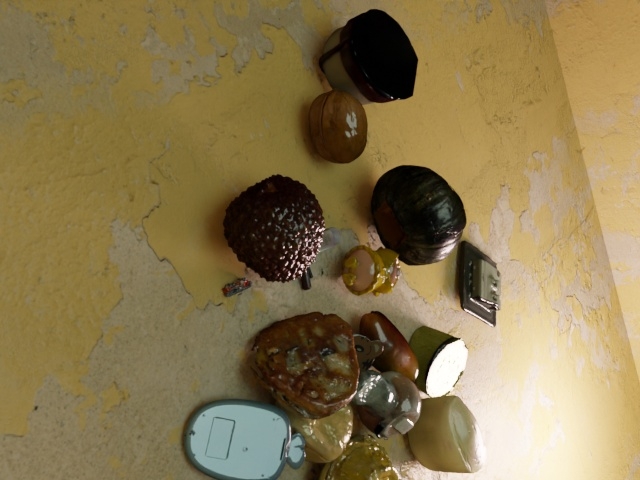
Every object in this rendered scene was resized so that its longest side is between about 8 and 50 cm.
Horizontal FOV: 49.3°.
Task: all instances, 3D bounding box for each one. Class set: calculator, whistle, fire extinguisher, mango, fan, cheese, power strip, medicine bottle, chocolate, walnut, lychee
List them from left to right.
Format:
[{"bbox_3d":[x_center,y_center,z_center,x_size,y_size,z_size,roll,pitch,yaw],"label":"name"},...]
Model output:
[{"bbox_3d":[-0.166,0.464,1.601,0.302,0.042,0.188,16,75,-22],"label":"calculator"},{"bbox_3d":[-0.103,-0.016,1.679,0.271,0.271,0.272,10,76,-45],"label":"lychee"},{"bbox_3d":[-0.038,0.079,1.868,0.046,0.032,0.100,-18,102,-36],"label":"fire extinguisher"},{"bbox_3d":[-0.013,0.441,1.777,0.226,0.117,0.214,53,44,-21],"label":"cheese"},{"bbox_3d":[0.000,0.000,1.890,0.118,0.074,0.055,-18,96,-47],"label":"medicine bottle"},{"bbox_3d":[0.050,-0.314,1.928,0.167,0.167,0.207,-21,107,-46],"label":"walnut"},{"bbox_3d":[0.056,0.308,1.897,0.226,0.008,0.153,25,100,-26],"label":"fan"},{"bbox_3d":[0.129,-0.512,2.035,0.283,0.186,0.284,13,69,-36],"label":"chocolate"},{"bbox_3d":[0.157,0.418,1.892,0.348,0.189,0.189,46,52,-50],"label":"whistle"},{"bbox_3d":[0.190,0.314,2.011,0.267,0.111,0.133,51,41,-25],"label":"mango"},{"bbox_3d":[0.581,0.154,2.469,0.251,0.092,0.257,25,62,-38],"label":"power strip"}]

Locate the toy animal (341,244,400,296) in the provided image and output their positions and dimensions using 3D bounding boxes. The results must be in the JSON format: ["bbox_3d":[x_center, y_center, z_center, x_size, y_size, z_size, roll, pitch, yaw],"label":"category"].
[{"bbox_3d":[0.139,0.087,1.987,0.229,0.156,0.156,9,76,-56],"label":"toy animal"}]

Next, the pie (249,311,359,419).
[{"bbox_3d":[-0.029,0.307,1.718,0.308,0.085,0.308,14,48,-17],"label":"pie"}]

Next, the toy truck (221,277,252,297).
[{"bbox_3d":[-0.201,0.112,1.695,0.083,0.024,0.032,-27,100,-46],"label":"toy truck"}]

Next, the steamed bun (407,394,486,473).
[{"bbox_3d":[0.374,0.594,2.094,0.155,0.200,0.250,-41,110,-41],"label":"steamed bun"}]

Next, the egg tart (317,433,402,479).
[{"bbox_3d":[0.125,0.689,1.844,0.345,0.132,0.346,2,87,-53],"label":"egg tart"}]

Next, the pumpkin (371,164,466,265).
[{"bbox_3d":[0.276,-0.074,2.037,0.192,0.320,0.321,-20,99,-21],"label":"pumpkin"}]

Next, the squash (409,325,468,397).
[{"bbox_3d":[0.359,0.392,2.206,0.220,0.133,0.220,-15,110,-46],"label":"squash"}]
